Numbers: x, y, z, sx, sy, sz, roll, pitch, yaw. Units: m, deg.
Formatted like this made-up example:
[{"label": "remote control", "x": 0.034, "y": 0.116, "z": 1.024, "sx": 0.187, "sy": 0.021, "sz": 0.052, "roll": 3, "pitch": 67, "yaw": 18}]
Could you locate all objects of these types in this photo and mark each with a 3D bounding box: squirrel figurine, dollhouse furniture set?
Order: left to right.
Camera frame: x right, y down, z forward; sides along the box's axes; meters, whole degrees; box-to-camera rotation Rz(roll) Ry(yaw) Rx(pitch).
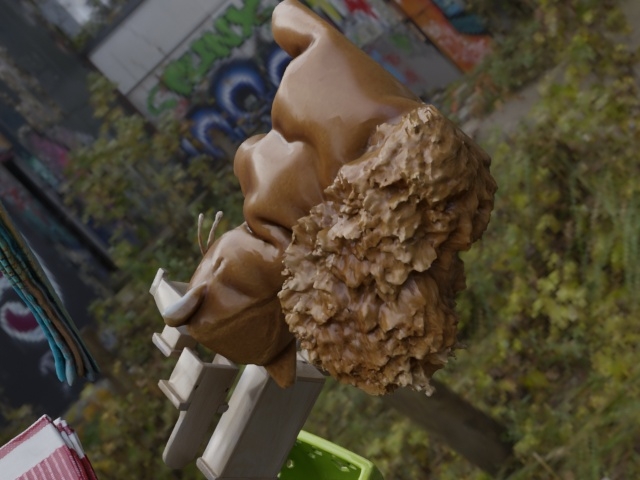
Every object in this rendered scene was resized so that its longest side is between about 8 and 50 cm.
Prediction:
[{"label": "dollhouse furniture set", "x": -0.176, "y": 0.164, "z": 1.543, "sx": 0.355, "sy": 0.303, "sz": 0.174, "roll": 39, "pitch": 108, "yaw": 42}, {"label": "squirrel figurine", "x": 0.000, "y": 0.000, "z": 1.196, "sx": 0.370, "sy": 0.281, "sz": 0.397, "roll": -50, "pitch": 34, "yaw": 6}]

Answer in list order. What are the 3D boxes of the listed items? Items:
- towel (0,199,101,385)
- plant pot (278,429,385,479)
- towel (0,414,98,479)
[{"label": "towel", "x": -0.336, "y": -0.056, "z": 1.039, "sx": 0.040, "sy": 0.370, "sz": 0.271, "roll": -31, "pitch": 35, "yaw": -13}, {"label": "plant pot", "x": -0.013, "y": 0.465, "z": 1.855, "sx": 0.228, "sy": 0.207, "sz": 0.227, "roll": 18, "pitch": 71, "yaw": 33}, {"label": "towel", "x": -0.250, "y": 0.346, "z": 0.942, "sx": 0.237, "sy": 0.329, "sz": 0.037, "roll": -36, "pitch": -28, "yaw": 10}]
